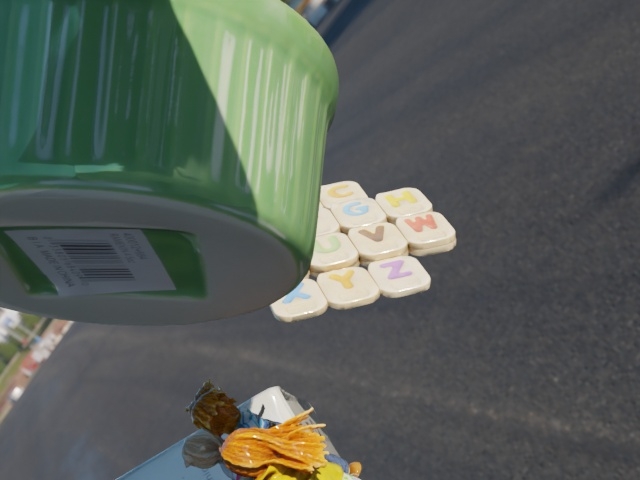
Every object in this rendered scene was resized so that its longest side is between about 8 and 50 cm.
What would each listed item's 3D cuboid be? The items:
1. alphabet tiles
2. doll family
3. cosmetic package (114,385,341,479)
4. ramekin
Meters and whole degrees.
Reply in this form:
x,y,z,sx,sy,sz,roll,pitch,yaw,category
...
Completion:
x,y,z,sx,sy,sz,roll,pitch,yaw,category
0.000,0.000,1.170,0.278,0.284,0.021,-121,21,-60,alphabet tiles
-0.031,0.181,0.840,0.118,0.163,0.263,-60,20,1,doll family
-0.117,0.400,1.116,0.394,0.327,0.329,-31,-12,-2,cosmetic package
-0.139,-0.048,0.704,0.303,0.303,0.148,141,135,-58,ramekin
